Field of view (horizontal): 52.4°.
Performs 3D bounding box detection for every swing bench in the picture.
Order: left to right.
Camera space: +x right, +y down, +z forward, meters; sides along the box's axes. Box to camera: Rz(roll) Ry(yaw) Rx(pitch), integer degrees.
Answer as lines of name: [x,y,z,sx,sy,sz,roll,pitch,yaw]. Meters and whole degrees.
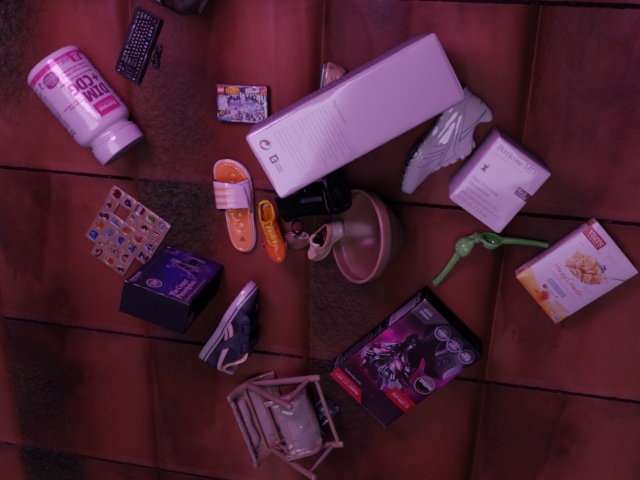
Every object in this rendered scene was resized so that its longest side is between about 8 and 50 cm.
swing bench: [-0.104,0.529,1.899,0.254,0.165,0.253,-3,112,38]

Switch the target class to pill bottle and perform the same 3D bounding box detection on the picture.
pill bottle: [-0.601,-0.344,1.686,0.160,0.160,0.283,-35,100,21]

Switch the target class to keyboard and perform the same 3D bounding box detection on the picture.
keyboard: [-0.458,-0.494,1.675,0.108,0.023,0.180,29,114,0]

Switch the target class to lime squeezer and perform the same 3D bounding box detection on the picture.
lime squeezer: [0.418,0.028,1.668,0.310,0.059,0.110,-21,104,17]

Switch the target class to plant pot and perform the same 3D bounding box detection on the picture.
plant pot: [0.131,-0.012,1.657,0.110,0.237,0.237,-2,116,-31]

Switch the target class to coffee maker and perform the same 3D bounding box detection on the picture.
coffee maker: [-0.013,-0.102,1.652,0.178,0.120,0.171,-1,128,42]

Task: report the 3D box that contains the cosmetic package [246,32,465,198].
cosmetic package: [0.070,-0.287,1.475,0.453,0.230,0.161,-28,105,6]

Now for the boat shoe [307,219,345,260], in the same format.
boat shoe: [0.000,0.000,1.713,0.170,0.059,0.063,-51,50,46]

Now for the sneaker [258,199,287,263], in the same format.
sneaker: [-0.135,-0.023,1.728,0.064,0.067,0.175,-18,83,13]

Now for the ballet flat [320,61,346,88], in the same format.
ballet flat: [0.023,-0.333,1.610,0.067,0.073,0.206,11,114,-1]

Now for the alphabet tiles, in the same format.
alphabet tiles: [-0.567,-0.014,1.884,0.198,0.009,0.237,36,113,-3]

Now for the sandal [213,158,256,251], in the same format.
sandal: [-0.227,-0.086,1.749,0.102,0.076,0.265,-6,109,14]

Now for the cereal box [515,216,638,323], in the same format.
cereal box: [0.642,0.079,1.643,0.240,0.047,0.173,-39,98,22]

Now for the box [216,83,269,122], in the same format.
box: [-0.199,-0.352,1.670,0.137,0.027,0.094,4,110,11]

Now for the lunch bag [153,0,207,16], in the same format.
lunch bag: [-0.383,-0.634,1.464,0.235,0.287,0.169,35,113,-2]

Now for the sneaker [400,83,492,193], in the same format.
sneaker: [0.298,-0.225,1.574,0.129,0.111,0.297,32,114,-7]

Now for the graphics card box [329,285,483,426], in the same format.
graphics card box: [0.233,0.326,1.798,0.371,0.094,0.233,-42,97,21]

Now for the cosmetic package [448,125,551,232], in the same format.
cosmetic package: [0.420,-0.148,1.548,0.151,0.151,0.184,35,113,-3]

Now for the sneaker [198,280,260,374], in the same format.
sneaker: [-0.226,0.253,1.851,0.127,0.126,0.321,35,124,2]

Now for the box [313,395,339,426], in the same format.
box: [0.007,0.512,1.953,0.067,0.018,0.083,38,113,-3]

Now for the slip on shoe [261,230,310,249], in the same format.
slip on shoe: [-0.095,0.004,1.773,0.135,0.041,0.051,-2,110,13]

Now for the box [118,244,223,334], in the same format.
box: [-0.397,0.126,1.763,0.184,0.261,0.103,17,113,5]
